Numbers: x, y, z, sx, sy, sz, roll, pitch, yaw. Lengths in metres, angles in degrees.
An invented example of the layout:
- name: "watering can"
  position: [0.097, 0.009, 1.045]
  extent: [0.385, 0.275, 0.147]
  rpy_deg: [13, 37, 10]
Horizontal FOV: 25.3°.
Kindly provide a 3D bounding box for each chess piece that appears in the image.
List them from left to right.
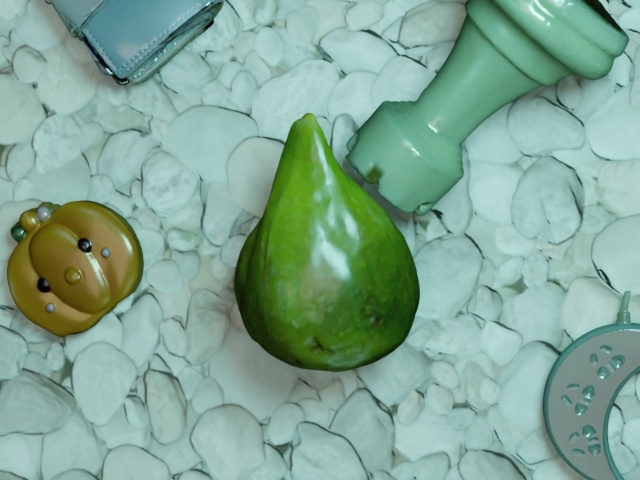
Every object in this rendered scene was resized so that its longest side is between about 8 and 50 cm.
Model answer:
- name: "chess piece"
  position: [0.166, -0.169, 1.541]
  extent: [0.194, 0.194, 0.299]
  rpy_deg: [44, 108, 5]

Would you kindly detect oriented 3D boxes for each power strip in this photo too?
- name: "power strip"
  position: [0.325, 0.163, 1.592]
  extent: [0.137, 0.044, 0.216]
  rpy_deg: [21, 97, 9]

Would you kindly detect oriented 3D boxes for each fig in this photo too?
- name: "fig"
  position: [0.000, 0.000, 1.541]
  extent: [0.206, 0.206, 0.275]
  rpy_deg: [-1, 111, 10]

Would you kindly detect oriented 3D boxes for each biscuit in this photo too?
- name: "biscuit"
  position: [-0.301, 0.025, 1.691]
  extent: [0.170, 0.050, 0.170]
  rpy_deg: [0, 93, 9]

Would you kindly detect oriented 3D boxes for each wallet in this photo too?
- name: "wallet"
  position: [-0.236, -0.307, 1.653]
  extent: [0.170, 0.069, 0.231]
  rpy_deg: [-38, 81, 6]
